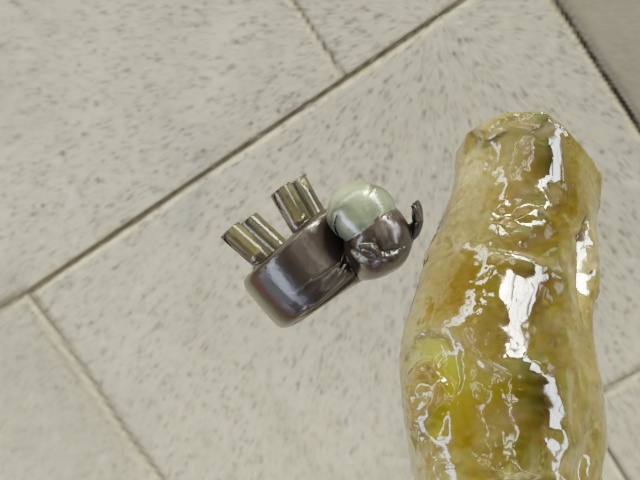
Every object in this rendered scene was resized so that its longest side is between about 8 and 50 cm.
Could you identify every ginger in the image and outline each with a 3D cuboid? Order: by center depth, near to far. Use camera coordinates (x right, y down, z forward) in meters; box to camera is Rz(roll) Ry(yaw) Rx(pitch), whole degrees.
[{"bbox_3d":[0.104,0.063,0.767,0.116,0.109,0.263,3,69,12],"label":"ginger"}]

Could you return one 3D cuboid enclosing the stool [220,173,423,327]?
[{"bbox_3d":[0.000,0.000,1.264,0.121,0.125,0.217,55,136,0],"label":"stool"}]
